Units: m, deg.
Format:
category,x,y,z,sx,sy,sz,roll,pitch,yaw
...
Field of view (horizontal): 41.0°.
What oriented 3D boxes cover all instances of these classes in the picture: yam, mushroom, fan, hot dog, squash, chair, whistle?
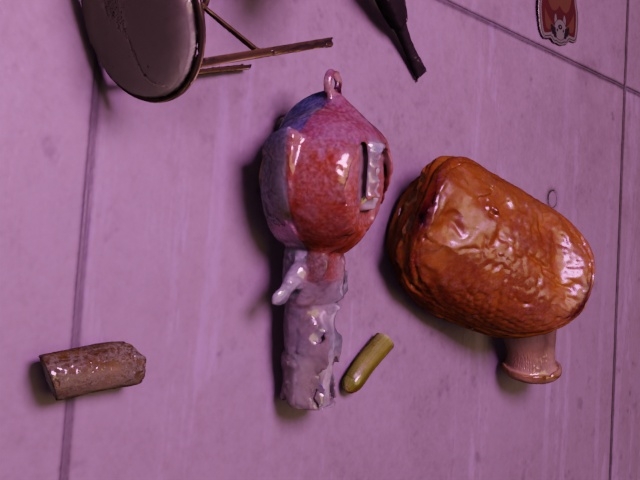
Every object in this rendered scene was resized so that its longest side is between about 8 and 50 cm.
category,x,y,z,sx,sy,sz,roll,pitch,yaw
yam,-0.196,0.111,0.733,0.094,0.043,0.043,-7,94,-43
mushroom,0.283,0.072,1.170,0.096,0.108,0.247,-3,89,-4
fan,0.362,-0.410,1.310,0.132,0.009,0.220,-9,97,-47
hot dog,0.209,0.012,1.051,0.272,0.122,0.196,24,81,-24
squash,0.052,0.143,0.986,0.083,0.027,0.027,-46,120,-34
chair,-0.152,-0.198,0.707,0.325,0.159,0.170,-26,106,-46
whistle,0.001,0.000,0.876,0.142,0.133,0.346,-34,128,-79

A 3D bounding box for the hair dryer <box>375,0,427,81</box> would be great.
category,x,y,z,sx,sy,sz,roll,pitch,yaw
hair dryer,0.069,-0.286,0.924,0.359,0.120,0.304,58,17,-46
